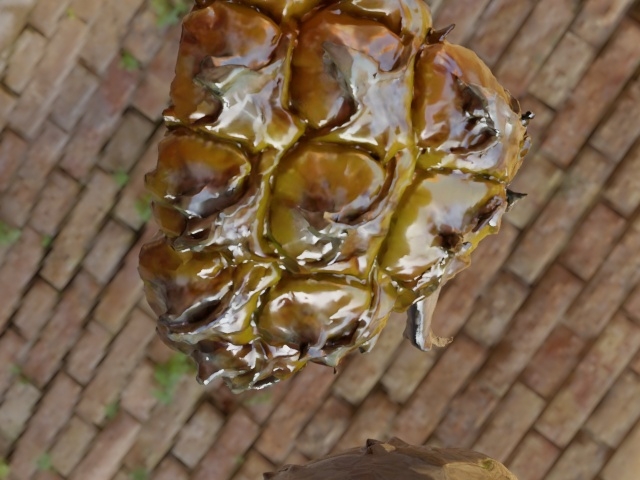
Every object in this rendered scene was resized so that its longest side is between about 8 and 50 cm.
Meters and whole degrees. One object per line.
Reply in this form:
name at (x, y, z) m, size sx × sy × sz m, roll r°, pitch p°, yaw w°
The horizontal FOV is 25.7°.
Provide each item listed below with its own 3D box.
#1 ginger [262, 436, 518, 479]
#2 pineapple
ginger at (0.054, 0.236, 0.826) m, size 0.200 × 0.269 × 0.223 m, roll -15°, pitch 109°, yaw -21°
pineapple at (0.005, 0.001, 0.654) m, size 0.334 × 0.158 × 0.161 m, roll 103°, pitch 5°, yaw -57°
